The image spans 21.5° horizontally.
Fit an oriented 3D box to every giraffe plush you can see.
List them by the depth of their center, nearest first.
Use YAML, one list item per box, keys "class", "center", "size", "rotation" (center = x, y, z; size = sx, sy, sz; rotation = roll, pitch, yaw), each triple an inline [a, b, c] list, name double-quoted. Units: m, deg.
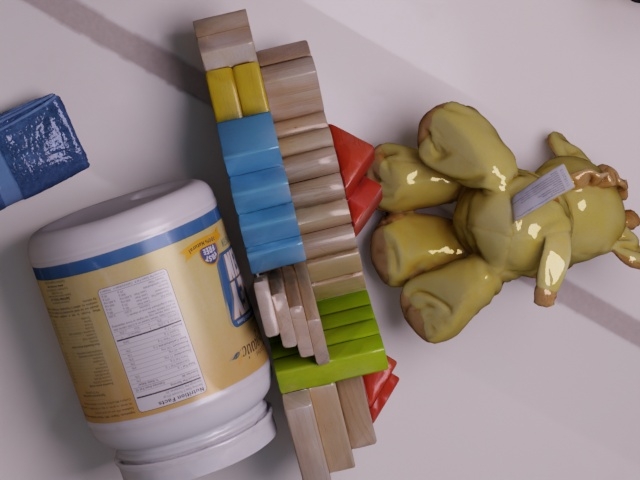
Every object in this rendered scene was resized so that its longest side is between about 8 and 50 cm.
- class: "giraffe plush"
  center: [0.162, -0.022, 1.320]
  size: [0.170, 0.210, 0.181]
  rotation: [-5, 86, -47]

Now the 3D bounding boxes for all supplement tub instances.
- class: "supplement tub"
  center: [-0.120, 0.068, 1.246]
  size: [0.144, 0.144, 0.199]
  rotation: [-20, 100, -13]

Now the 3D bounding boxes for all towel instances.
- class: "towel"
  center: [-0.237, -0.060, 1.264]
  size: [0.119, 0.029, 0.067]
  rotation: [-26, 101, -12]

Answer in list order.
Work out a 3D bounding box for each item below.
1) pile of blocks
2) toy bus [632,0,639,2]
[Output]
- class: "pile of blocks"
  center: [0.000, 0.000, 1.261]
  size: [0.112, 0.149, 0.362]
  rotation: [-14, 97, -1]
- class: "toy bus"
  center: [0.304, -0.237, 1.356]
  size: [0.191, 0.202, 0.104]
  rotation: [-52, 135, -13]
